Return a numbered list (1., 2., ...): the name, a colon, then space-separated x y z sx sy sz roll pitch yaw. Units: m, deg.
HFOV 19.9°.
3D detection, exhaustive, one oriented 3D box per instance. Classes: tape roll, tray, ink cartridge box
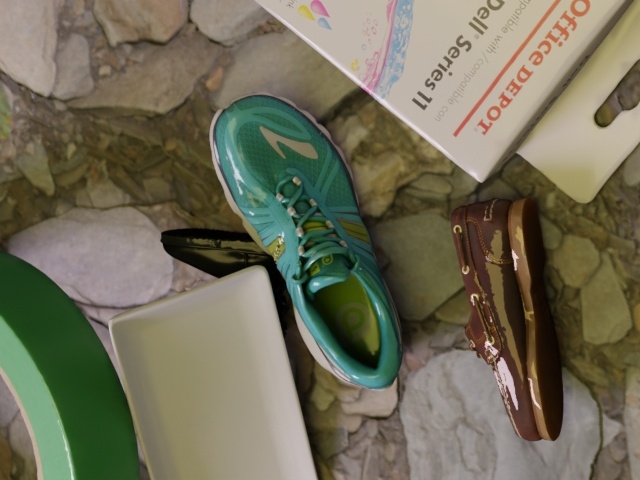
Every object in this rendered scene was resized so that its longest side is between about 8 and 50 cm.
1. tape roll: -0.298 0.170 1.632 0.321 0.077 0.321 16 114 39
2. tray: -0.089 0.155 1.585 0.145 0.030 0.270 -19 118 -13
3. ink cartridge box: 0.119 -0.194 1.431 0.353 0.119 0.207 39 113 6

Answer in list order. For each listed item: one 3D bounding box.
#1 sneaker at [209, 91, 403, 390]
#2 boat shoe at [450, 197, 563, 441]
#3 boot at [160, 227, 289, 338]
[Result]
1. sneaker: 0.000 0.000 1.519 0.107 0.110 0.275 -29 97 -1
2. boat shoe: 0.155 0.067 1.517 0.073 0.073 0.207 -7 95 22
3. boot: -0.084 0.042 1.604 0.121 0.045 0.099 5 103 12
